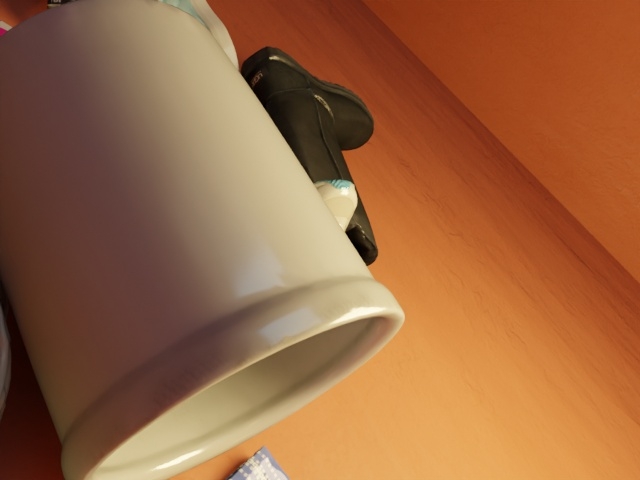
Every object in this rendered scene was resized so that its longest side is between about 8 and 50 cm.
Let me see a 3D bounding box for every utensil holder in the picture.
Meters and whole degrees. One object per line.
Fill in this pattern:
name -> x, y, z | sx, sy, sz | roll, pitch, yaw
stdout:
utensil holder -> -0.152, 0.001, 0.626 | 0.327, 0.327, 0.385 | -4, 57, -49

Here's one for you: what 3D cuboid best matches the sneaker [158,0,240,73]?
sneaker -> -0.296, -0.431, 1.288 | 0.150, 0.135, 0.366 | -22, 68, -22

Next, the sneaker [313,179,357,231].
sneaker -> 0.000, 0.000, 0.918 | 0.087, 0.229, 0.092 | 2, 51, -21

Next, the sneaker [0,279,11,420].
sneaker -> -0.329, 0.062, 0.562 | 0.114, 0.152, 0.305 | 7, 43, -40

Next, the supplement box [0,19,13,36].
supplement box -> -0.392, -0.189, 0.855 | 0.220, 0.114, 0.111 | 32, 31, -16

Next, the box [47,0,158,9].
box -> -0.398, -0.441, 1.122 | 0.183, 0.056, 0.231 | -7, 40, -17

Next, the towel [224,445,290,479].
towel -> -0.068, 0.366, 0.559 | 0.243, 0.040, 0.336 | 46, 31, 9

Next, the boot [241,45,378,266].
boot -> 0.032, -0.140, 1.208 | 0.367, 0.146, 0.445 | 19, 38, -42
